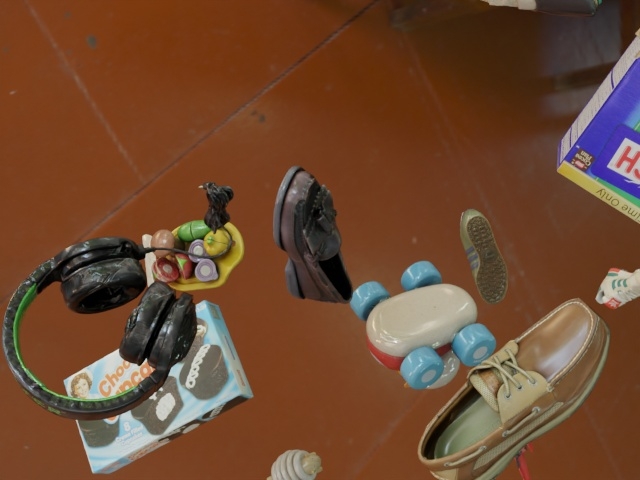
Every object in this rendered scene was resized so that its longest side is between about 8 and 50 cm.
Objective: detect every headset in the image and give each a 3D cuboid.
[{"bbox_3d":[-0.272,0.075,1.426,0.243,0.185,0.394,42,63,9],"label":"headset"}]

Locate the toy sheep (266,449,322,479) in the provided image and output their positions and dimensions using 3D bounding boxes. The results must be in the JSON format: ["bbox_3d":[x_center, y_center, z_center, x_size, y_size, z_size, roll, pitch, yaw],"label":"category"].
[{"bbox_3d":[-0.053,0.459,1.977,0.091,0.132,0.091,40,32,-31],"label":"toy sheep"}]

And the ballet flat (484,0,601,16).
[{"bbox_3d":[0.145,-0.239,0.827,0.074,0.074,0.203,-12,56,-41],"label":"ballet flat"}]

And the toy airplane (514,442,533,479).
[{"bbox_3d":[0.356,0.365,1.768,0.151,0.028,0.151,58,19,-33],"label":"toy airplane"}]

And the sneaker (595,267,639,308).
[{"bbox_3d":[0.547,0.093,1.766,0.057,0.161,0.075,39,82,-12],"label":"sneaker"}]

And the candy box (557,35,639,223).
[{"bbox_3d":[0.515,-0.162,1.332,0.268,0.317,0.122,31,32,1],"label":"candy box"}]

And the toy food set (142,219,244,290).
[{"bbox_3d":[-0.248,0.024,1.793,0.071,0.217,0.128,27,57,-62],"label":"toy food set"}]

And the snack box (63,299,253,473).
[{"bbox_3d":[-0.295,0.265,1.782,0.187,0.321,0.060,65,14,22],"label":"snack box"}]

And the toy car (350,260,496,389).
[{"bbox_3d":[0.183,0.207,1.822,0.210,0.219,0.238,-21,136,-19],"label":"toy car"}]

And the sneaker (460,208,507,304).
[{"bbox_3d":[0.315,0.023,1.930,0.064,0.086,0.192,-17,112,1],"label":"sneaker"}]

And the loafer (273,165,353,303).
[{"bbox_3d":[0.000,0.000,1.416,0.303,0.095,0.109,83,30,-60],"label":"loafer"}]

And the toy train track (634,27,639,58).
[{"bbox_3d":[0.370,-0.224,1.112,0.014,0.048,0.083,35,20,-11],"label":"toy train track"}]

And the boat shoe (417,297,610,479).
[{"bbox_3d":[0.260,0.213,1.357,0.120,0.122,0.324,29,104,-45],"label":"boat shoe"}]
